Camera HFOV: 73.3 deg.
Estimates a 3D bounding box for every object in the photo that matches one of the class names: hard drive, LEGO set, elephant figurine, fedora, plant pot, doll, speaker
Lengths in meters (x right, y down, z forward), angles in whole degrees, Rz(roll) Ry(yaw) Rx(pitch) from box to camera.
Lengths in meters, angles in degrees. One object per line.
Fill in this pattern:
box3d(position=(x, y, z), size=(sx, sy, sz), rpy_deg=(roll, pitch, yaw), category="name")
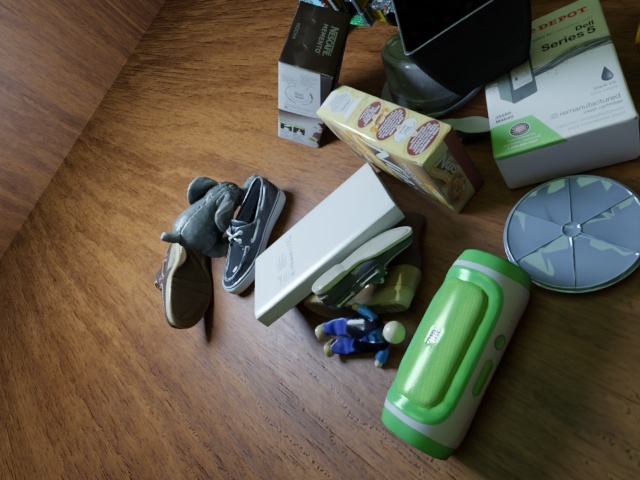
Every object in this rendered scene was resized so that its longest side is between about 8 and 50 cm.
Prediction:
box3d(position=(0.000, 0.000, 0.916), size=(0.353, 0.047, 0.233), rpy_deg=(-40, 27, 15), category="hard drive")
box3d(position=(0.132, -0.593, 0.898), size=(0.255, 0.192, 0.331), rpy_deg=(-51, 51, 7), category="LEGO set")
box3d(position=(-0.276, -0.090, 1.127), size=(0.240, 0.169, 0.186), rpy_deg=(-58, 20, 9), category="elephant figurine")
box3d(position=(0.228, -0.392, 0.946), size=(0.275, 0.124, 0.244), rpy_deg=(31, 87, 43), category="fedora")
box3d(position=(0.250, -0.366, 0.732), size=(0.188, 0.167, 0.188), rpy_deg=(-24, 52, 29), category="plant pot")
box3d(position=(0.077, 0.174, 0.778), size=(0.189, 0.046, 0.129), rpy_deg=(-22, 94, 45), category="doll")
box3d(position=(0.208, 0.167, 0.660), size=(0.131, 0.131, 0.297), rpy_deg=(23, 82, 43), category="speaker")

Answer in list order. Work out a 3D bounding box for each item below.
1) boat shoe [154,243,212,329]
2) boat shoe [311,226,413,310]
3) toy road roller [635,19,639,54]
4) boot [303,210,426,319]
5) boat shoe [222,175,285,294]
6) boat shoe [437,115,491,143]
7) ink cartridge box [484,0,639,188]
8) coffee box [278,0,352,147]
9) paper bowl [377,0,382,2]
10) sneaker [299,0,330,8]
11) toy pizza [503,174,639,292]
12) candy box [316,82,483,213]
box3d(position=(-0.379, 0.102, 1.165), size=(0.123, 0.123, 0.342), rpy_deg=(-38, 45, 27), category="boat shoe")
box3d(position=(0.084, 0.051, 0.766), size=(0.206, 0.065, 0.075), rpy_deg=(-35, 15, 6), category="boat shoe")
box3d(position=(0.607, -0.288, 0.553), size=(0.329, 0.202, 0.241), rpy_deg=(13, 88, 47), category="toy road roller")
box3d(position=(0.091, 0.050, 0.863), size=(0.248, 0.090, 0.207), rpy_deg=(-11, 49, 35), category="boot")
box3d(position=(-0.187, -0.018, 1.080), size=(0.108, 0.102, 0.302), rpy_deg=(14, 75, 41), category="boat shoe")
box3d(position=(0.286, -0.219, 0.866), size=(0.132, 0.042, 0.049), rpy_deg=(9, 52, 41), category="boat shoe")
box3d(position=(0.398, -0.251, 0.743), size=(0.198, 0.114, 0.273), rpy_deg=(-14, 58, 32), category="ink cartridge box")
box3d(position=(-0.022, -0.372, 1.012), size=(0.118, 0.297, 0.168), rpy_deg=(17, 74, -1), category="coffee box")
box3d(position=(0.152, -0.740, 1.176), size=(0.284, 0.148, 0.285), rpy_deg=(-18, 57, 29), category="paper bowl")
box3d(position=(-0.029, -0.672, 1.313), size=(0.125, 0.104, 0.262), rpy_deg=(-40, 48, 17), category="sneaker")
box3d(position=(0.395, -0.011, 0.674), size=(0.201, 0.032, 0.202), rpy_deg=(-19, 55, 29), category="toy pizza")
box3d(position=(0.150, -0.190, 0.857), size=(0.088, 0.183, 0.316), rpy_deg=(-52, 47, 4), category="candy box")
